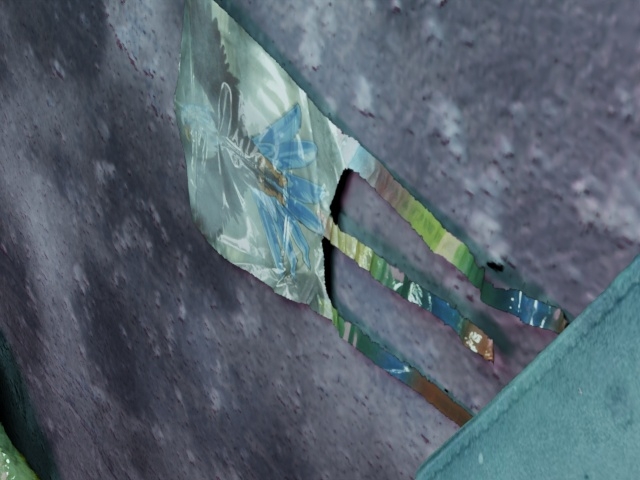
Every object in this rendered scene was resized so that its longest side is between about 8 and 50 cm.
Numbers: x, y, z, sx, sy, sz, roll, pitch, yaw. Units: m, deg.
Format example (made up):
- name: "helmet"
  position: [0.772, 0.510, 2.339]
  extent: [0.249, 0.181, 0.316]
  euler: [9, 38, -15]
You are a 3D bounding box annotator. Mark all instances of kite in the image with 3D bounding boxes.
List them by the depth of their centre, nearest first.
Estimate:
- name: "kite"
  position: [0.002, -0.001, 0.557]
  extent: [0.310, 0.015, 0.169]
  euler: [46, 142, 36]

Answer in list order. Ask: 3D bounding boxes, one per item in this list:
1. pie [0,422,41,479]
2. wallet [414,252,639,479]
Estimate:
- name: "pie"
  position: [-0.375, 0.307, 1.218]
  extent: [0.274, 0.106, 0.257]
  euler: [-14, 86, 58]
- name: "wallet"
  position: [0.151, 0.158, 0.358]
  extent: [0.290, 0.054, 0.251]
  euler: [58, 141, 22]
